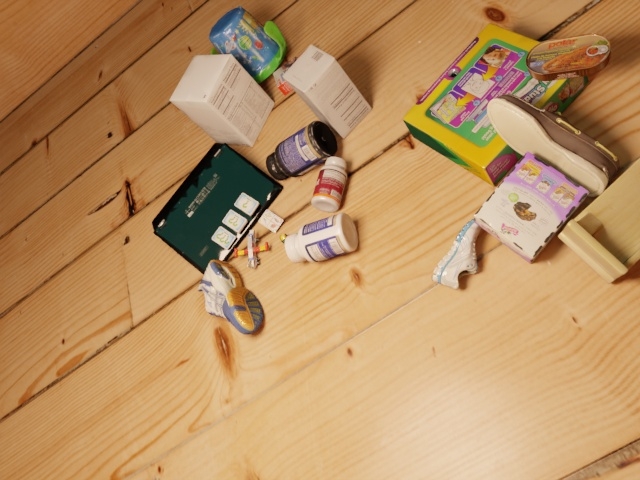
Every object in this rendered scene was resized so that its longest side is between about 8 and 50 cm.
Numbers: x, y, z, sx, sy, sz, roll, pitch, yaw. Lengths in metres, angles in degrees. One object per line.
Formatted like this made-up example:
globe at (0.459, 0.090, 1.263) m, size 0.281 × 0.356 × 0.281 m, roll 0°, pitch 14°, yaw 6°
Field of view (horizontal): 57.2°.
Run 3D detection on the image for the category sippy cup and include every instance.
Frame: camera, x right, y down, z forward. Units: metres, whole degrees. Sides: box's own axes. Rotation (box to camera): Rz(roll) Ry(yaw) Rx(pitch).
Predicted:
sippy cup at (-0.280, -0.721, 2.159) m, size 0.305 × 0.224 × 0.240 m, roll -32°, pitch 38°, yaw 19°

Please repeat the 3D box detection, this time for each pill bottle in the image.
pill bottle at (0.000, 0.000, 1.636) m, size 0.186 × 0.112 × 0.112 m, roll -17°, pitch 55°, yaw 25°
pill bottle at (0.030, -0.166, 1.733) m, size 0.086 × 0.086 × 0.152 m, roll -1°, pitch 62°, yaw 34°
pill bottle at (-0.064, -0.271, 1.825) m, size 0.219 × 0.122 × 0.123 m, roll -25°, pitch 51°, yaw 36°

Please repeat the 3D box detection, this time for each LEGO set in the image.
LEGO set at (-0.216, -0.027, 1.811) m, size 0.244 × 0.060 × 0.183 m, roll 33°, pitch 86°, yaw 28°

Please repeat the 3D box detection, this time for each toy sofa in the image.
toy sofa at (0.683, -0.087, 1.218) m, size 0.362 × 0.177 × 0.150 m, roll -44°, pitch 72°, yaw 4°

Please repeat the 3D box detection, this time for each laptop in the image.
laptop at (-0.373, -0.121, 2.029) m, size 0.407 × 0.236 × 0.382 m, roll 37°, pitch 87°, yaw 14°

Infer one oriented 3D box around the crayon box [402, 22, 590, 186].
crayon box at (0.453, -0.366, 1.549) m, size 0.363 × 0.106 × 0.313 m, roll -47°, pitch 51°, yaw 1°

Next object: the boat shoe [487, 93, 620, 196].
boat shoe at (0.534, -0.237, 1.353) m, size 0.324 × 0.117 × 0.096 m, roll 41°, pitch 71°, yaw 14°

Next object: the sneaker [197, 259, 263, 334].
sneaker at (-0.270, 0.190, 1.730) m, size 0.131 × 0.111 × 0.296 m, roll -55°, pitch 44°, yaw 18°

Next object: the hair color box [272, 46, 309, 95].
hair color box at (-0.084, -0.606, 2.100) m, size 0.167 × 0.053 × 0.093 m, roll -31°, pitch 49°, yaw 14°

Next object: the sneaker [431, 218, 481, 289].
sneaker at (0.352, 0.037, 1.413) m, size 0.082 × 0.071 × 0.191 m, roll 30°, pitch 85°, yaw 28°

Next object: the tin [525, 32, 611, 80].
tin at (0.595, -0.440, 1.413) m, size 0.189 × 0.040 × 0.106 m, roll 0°, pitch 68°, yaw 30°

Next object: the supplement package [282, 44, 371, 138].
supplement package at (0.024, -0.453, 1.804) m, size 0.134 × 0.244 × 0.139 m, roll -47°, pitch 48°, yaw 2°

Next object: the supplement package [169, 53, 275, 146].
supplement package at (-0.339, -0.488, 2.062) m, size 0.199 × 0.262 × 0.198 m, roll 13°, pitch 71°, yaw 38°

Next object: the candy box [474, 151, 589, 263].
candy box at (0.478, -0.075, 1.345) m, size 0.165 × 0.070 × 0.196 m, roll 41°, pitch 90°, yaw 20°
